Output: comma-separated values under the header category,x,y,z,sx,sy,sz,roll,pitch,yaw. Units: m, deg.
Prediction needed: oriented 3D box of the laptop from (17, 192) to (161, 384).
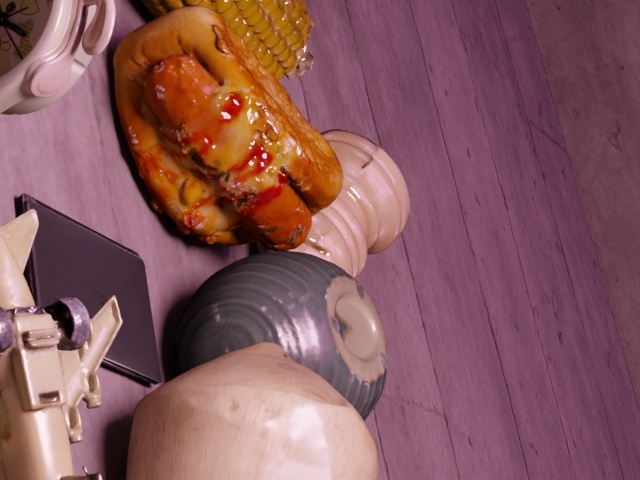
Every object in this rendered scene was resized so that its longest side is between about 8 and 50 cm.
category,x,y,z,sx,sy,sz,roll,pitch,yaw
laptop,-0.193,0.044,1.441,0.180,0.016,0.129,32,42,-56

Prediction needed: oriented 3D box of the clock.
category,x,y,z,sx,sy,sz,roll,pitch,yaw
clock,-0.232,-0.162,1.288,0.062,0.191,0.152,31,44,-57

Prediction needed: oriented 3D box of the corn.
category,x,y,z,sx,sy,sz,roll,pitch,yaw
corn,-0.141,-0.292,1.706,0.387,0.144,0.144,45,32,-40

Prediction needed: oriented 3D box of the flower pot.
category,x,y,z,sx,sy,sz,roll,pitch,yaw
flower pot,-0.032,0.104,1.583,0.243,0.157,0.189,4,66,-69

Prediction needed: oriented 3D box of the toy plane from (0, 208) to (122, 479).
category,x,y,z,sx,sy,sz,roll,pitch,yaw
toy plane,-0.219,0.100,1.230,0.242,0.104,0.256,-3,67,-52

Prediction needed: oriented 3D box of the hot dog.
category,x,y,z,sx,sy,sz,roll,pitch,yaw
hot dog,-0.090,-0.090,1.626,0.257,0.150,0.153,49,25,-26

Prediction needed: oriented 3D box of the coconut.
category,x,y,z,sx,sy,sz,roll,pitch,yaw
coconut,-0.055,0.190,1.398,0.224,0.224,0.224,50,29,-41

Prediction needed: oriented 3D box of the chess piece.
category,x,y,z,sx,sy,sz,roll,pitch,yaw
chess piece,0.000,0.000,1.827,0.307,0.124,0.139,-56,147,-60
